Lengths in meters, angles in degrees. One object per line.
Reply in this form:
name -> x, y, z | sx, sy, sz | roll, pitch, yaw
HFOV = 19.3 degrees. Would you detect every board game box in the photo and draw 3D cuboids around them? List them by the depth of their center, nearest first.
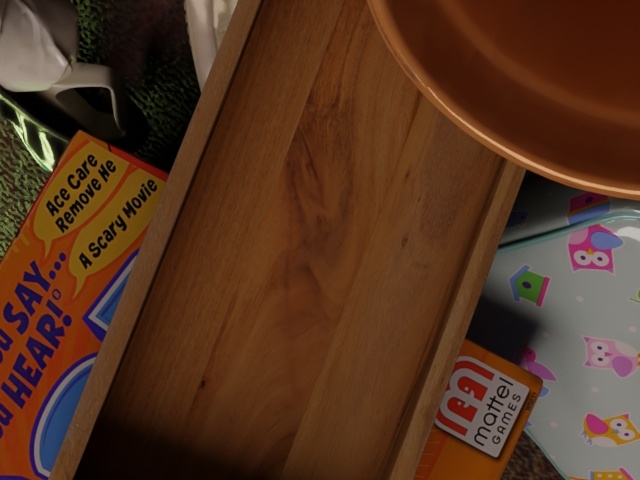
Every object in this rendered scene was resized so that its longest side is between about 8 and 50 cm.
board game box -> -0.112, 0.198, 1.354 | 0.356, 0.356, 0.356 | 29, 164, -3

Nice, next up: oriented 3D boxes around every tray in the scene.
tray -> 0.000, 0.000, 1.168 | 0.202, 0.411, 0.076 | 21, 171, -3

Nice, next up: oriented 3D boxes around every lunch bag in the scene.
lunch bag -> 0.231, 0.064, 1.330 | 0.224, 0.108, 0.279 | -20, 121, 36

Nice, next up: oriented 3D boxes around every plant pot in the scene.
plant pot -> 0.185, -0.195, 1.026 | 0.290, 0.203, 0.291 | 13, 136, 12

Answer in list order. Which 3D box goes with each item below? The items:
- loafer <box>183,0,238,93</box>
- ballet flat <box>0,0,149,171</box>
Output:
loafer -> -0.028, -0.091, 1.303 | 0.092, 0.102, 0.269 | 9, 134, 23
ballet flat -> -0.198, -0.126, 1.312 | 0.096, 0.095, 0.280 | -5, 160, 18
